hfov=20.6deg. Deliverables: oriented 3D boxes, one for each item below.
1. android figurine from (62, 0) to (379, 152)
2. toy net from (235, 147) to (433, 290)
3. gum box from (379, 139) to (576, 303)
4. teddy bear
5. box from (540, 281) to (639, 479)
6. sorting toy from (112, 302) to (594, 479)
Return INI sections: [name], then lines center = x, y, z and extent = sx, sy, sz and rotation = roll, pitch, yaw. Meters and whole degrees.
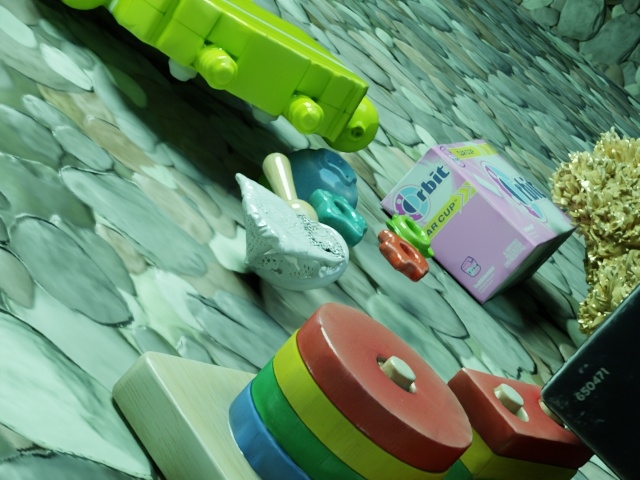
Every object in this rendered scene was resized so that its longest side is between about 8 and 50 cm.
[android figurine]
center = -0.067, -0.134, 1.155
extent = 0.248, 0.056, 0.273
rotation = 26, 12, -27
[toy net]
center = 0.000, 0.000, 1.056
extent = 0.122, 0.045, 0.232
rotation = 44, 17, 2
[gum box]
center = 0.128, -0.019, 1.364
extent = 0.107, 0.062, 0.188
rotation = 45, 16, 10
[teddy bear]
center = 0.249, 0.041, 1.349
extent = 0.338, 0.113, 0.245
rotation = -90, 158, -50
[box]
center = 0.298, 0.115, 0.887
extent = 0.296, 0.183, 0.294
rotation = 45, 13, 15
[sorting toy]
center = 0.075, 0.139, 0.768
extent = 0.255, 0.089, 0.257
rotation = 19, 28, -54
